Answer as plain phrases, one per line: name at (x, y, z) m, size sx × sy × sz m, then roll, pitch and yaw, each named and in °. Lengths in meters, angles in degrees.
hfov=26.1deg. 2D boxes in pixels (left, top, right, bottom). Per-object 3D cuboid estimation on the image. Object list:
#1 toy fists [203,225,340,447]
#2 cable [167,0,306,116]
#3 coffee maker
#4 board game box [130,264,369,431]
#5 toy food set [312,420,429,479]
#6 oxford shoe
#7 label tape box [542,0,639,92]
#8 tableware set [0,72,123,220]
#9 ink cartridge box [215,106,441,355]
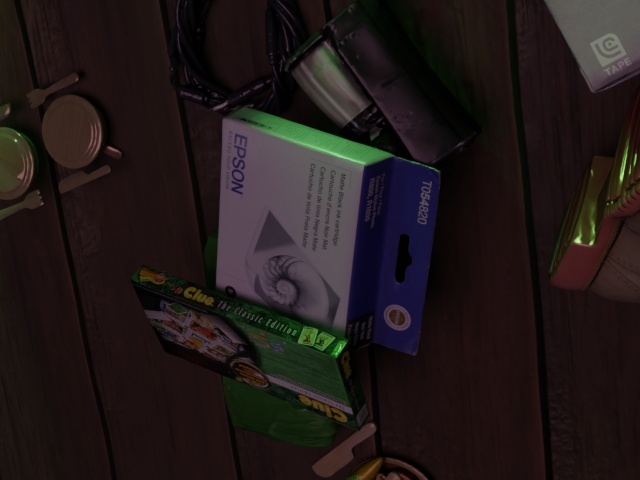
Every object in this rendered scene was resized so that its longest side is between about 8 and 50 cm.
toy fists at (-0.035, 0.105, 1.539) m, size 0.142 × 0.096 × 0.279 m, roll 9°, pitch 116°, yaw 33°
cable at (-0.087, -0.210, 1.460) m, size 0.150 × 0.047 × 0.184 m, roll 31°, pitch 121°, yaw 13°
coffee maker at (0.078, -0.152, 1.352) m, size 0.171 × 0.120 × 0.178 m, roll -38°, pitch 91°, yaw 34°
board game box at (-0.074, 0.112, 1.457) m, size 0.259 × 0.030 × 0.136 m, roll 19°, pitch 145°, yaw 27°
toy food set at (0.080, 0.311, 1.595) m, size 0.192 × 0.038 × 0.132 m, roll 47°, pitch 124°, yaw 3°
oxford shoe at (0.319, -0.048, 1.193) m, size 0.146 × 0.141 × 0.397 m, roll 20°, pitch 160°, yaw 1°
label tape box at (0.204, -0.306, 1.138) m, size 0.106 × 0.240 × 0.334 m, roll -27°, pitch 95°, yaw 23°
tableware set at (-0.326, -0.110, 1.639) m, size 0.194 × 0.039 × 0.128 m, roll -20°, pitch 88°, yaw 27°
ink cartridge box at (0.000, 0.000, 1.372) m, size 0.224 × 0.045 × 0.223 m, roll 19°, pitch 123°, yaw 23°
